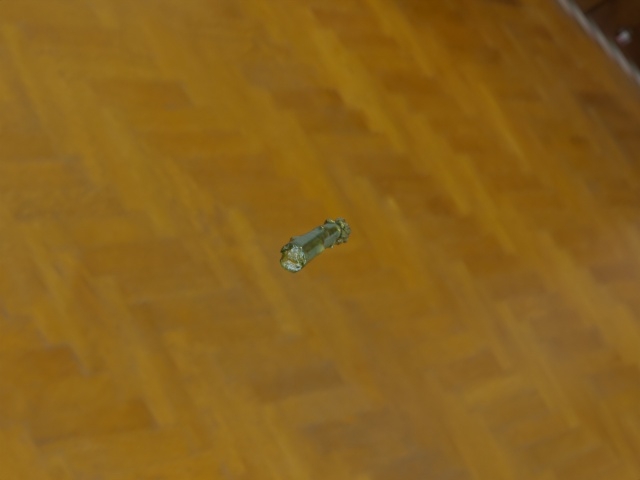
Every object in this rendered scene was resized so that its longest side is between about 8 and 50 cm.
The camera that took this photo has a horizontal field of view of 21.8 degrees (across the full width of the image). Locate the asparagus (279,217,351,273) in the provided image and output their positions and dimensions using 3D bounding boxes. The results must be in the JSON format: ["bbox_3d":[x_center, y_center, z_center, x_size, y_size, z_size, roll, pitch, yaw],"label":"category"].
[{"bbox_3d":[0.000,0.000,0.731,0.014,0.015,0.114,55,14,2],"label":"asparagus"}]
